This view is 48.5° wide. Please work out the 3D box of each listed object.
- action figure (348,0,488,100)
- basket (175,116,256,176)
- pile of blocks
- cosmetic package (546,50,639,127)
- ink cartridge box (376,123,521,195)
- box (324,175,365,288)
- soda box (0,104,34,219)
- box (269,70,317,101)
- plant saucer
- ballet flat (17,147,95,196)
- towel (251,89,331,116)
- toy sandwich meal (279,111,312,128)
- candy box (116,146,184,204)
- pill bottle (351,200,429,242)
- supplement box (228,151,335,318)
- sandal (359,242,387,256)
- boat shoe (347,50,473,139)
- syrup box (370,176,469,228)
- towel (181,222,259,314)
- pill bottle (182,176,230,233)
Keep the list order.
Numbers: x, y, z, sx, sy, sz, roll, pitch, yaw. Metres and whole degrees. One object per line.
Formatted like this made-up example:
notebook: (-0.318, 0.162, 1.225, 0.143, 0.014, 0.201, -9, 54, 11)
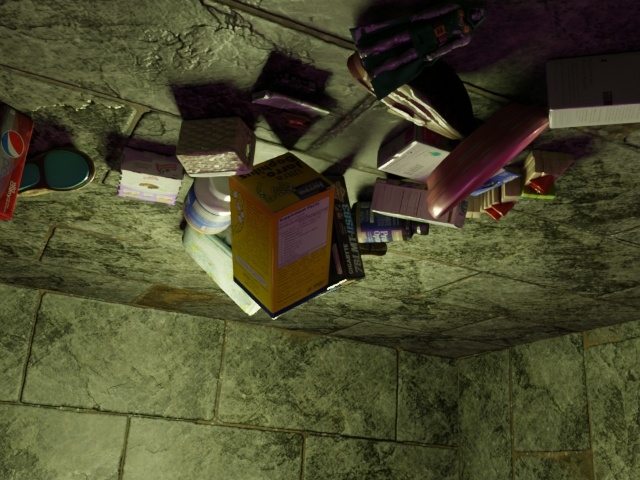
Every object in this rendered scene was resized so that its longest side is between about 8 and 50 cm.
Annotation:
action figure: (0.182, -0.354, 1.243, 0.232, 0.137, 0.063, -23, -169, 8)
basket: (-0.251, -0.227, 1.704, 0.167, 0.113, 0.103, -1, 156, 15)
pile of blocks: (0.513, -0.118, 1.869, 0.149, 0.112, 0.362, 13, 159, -25)
cosmetic package: (0.557, -0.290, 1.366, 0.231, 0.117, 0.085, -3, 161, 17)
ink cartridge box: (0.318, -0.194, 1.764, 0.311, 0.065, 0.186, 15, 159, -22)
box: (0.000, 0.000, 2.023, 0.073, 0.295, 0.293, -6, 169, -29)
soda box: (-0.768, -0.182, 1.690, 0.083, 0.263, 0.092, -5, 158, 27)
box: (-0.059, -0.327, 1.519, 0.083, 0.018, 0.067, 13, 159, -26)
plant saucer: (0.350, -0.183, 1.537, 0.332, 0.084, 0.332, -39, 172, -7)
ballet flat: (-0.724, -0.183, 1.938, 0.349, 0.123, 0.123, -6, 158, 25)
towel: (-0.066, -0.294, 1.549, 0.152, 0.023, 0.113, 12, -178, -23)
toy sandwich meal: (-0.056, -0.270, 1.616, 0.086, 0.029, 0.085, 13, -173, -2)
candy box: (-0.466, -0.173, 1.953, 0.165, 0.070, 0.196, 10, 160, -16)
pill bottle: (0.204, -0.058, 2.077, 0.219, 0.122, 0.123, -2, 160, 12)
supplement box: (-0.103, -0.013, 1.839, 0.194, 0.195, 0.356, -26, 138, -31)
sandal: (0.145, 0.017, 2.407, 0.180, 0.072, 0.049, 11, -179, -31)
boat shoe: (0.183, -0.302, 1.422, 0.120, 0.122, 0.324, -9, 150, 45)
syrup box: (0.263, -0.100, 1.883, 0.237, 0.096, 0.093, 11, 180, 26)
towel: (-0.299, 0.069, 2.312, 0.374, 0.090, 0.320, 46, 152, 0)
pill bottle: (-0.277, -0.126, 1.931, 0.152, 0.152, 0.272, 10, 159, -18)
